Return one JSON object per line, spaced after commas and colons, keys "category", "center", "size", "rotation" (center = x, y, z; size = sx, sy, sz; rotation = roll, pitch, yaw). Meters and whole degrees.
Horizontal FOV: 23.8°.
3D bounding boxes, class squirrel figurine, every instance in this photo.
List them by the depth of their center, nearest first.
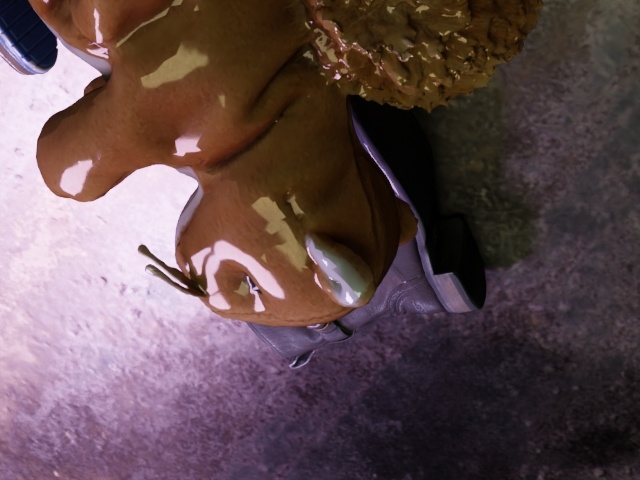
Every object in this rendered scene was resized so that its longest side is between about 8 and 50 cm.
{"category": "squirrel figurine", "center": [-0.024, -0.135, 1.080], "size": [0.397, 0.281, 0.370], "rotation": [-31, 93, 15]}

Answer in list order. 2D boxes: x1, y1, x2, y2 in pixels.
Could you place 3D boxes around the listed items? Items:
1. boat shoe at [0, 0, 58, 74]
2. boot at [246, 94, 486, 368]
{"category": "boat shoe", "center": [-0.293, -0.211, 1.277], "size": [0.066, 0.066, 0.183], "rotation": [-27, 104, 36]}
{"category": "boot", "center": [0.000, 0.000, 1.318], "size": [0.229, 0.091, 0.263], "rotation": [-14, 122, 25]}
